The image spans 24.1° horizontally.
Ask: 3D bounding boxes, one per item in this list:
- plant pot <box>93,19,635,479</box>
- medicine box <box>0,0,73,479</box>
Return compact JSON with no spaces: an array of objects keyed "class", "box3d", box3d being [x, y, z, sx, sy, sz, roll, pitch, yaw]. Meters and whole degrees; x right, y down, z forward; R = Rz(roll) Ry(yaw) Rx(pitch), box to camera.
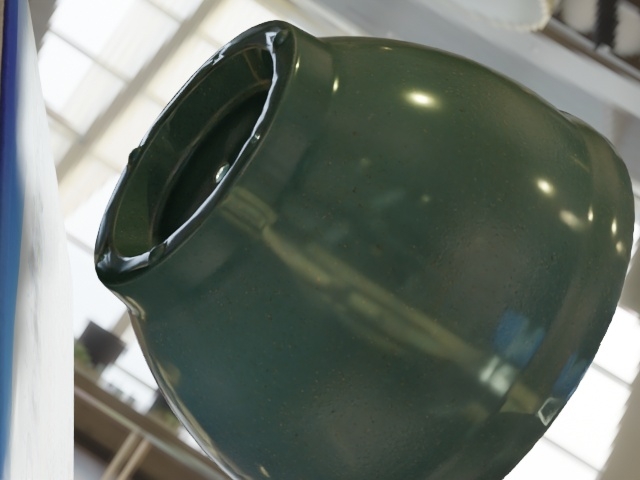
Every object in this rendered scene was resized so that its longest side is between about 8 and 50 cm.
[{"class":"plant pot","box3d":[0.000,0.000,0.839,0.196,0.293,0.293,36,-6,-25]},{"class":"medicine box","box3d":[-0.196,0.059,0.680,0.149,0.263,0.289,-2,-32,-6]}]
